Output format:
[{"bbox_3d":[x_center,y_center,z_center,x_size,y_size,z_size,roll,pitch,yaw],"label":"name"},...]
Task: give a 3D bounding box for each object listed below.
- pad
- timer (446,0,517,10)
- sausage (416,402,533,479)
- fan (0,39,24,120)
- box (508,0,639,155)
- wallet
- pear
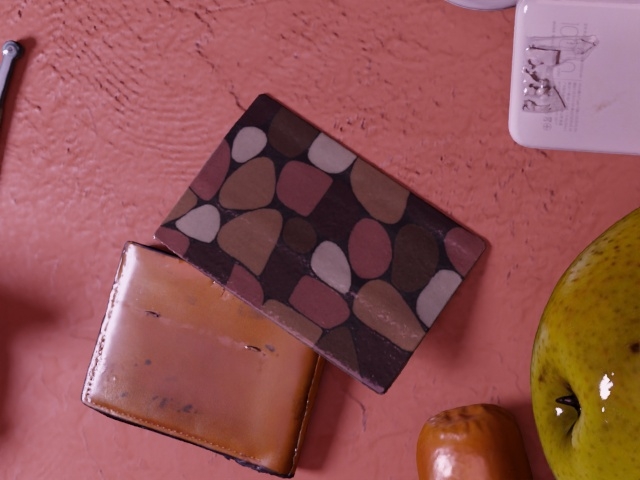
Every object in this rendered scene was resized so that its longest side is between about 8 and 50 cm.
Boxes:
[{"bbox_3d":[0.000,0.000,1.203,0.235,0.003,0.158,35,81,5],"label":"pad"},{"bbox_3d":[0.117,-0.326,1.139,0.262,0.087,0.237,39,99,2],"label":"timer"},{"bbox_3d":[0.137,0.255,1.184,0.098,0.098,0.238,-10,92,9],"label":"sausage"},{"bbox_3d":[-0.292,-0.081,1.258,0.038,0.016,0.193,20,98,4],"label":"fan"},{"bbox_3d":[0.292,-0.128,1.127,0.285,0.044,0.142,4,124,8],"label":"box"},{"bbox_3d":[-0.094,0.098,1.232,0.196,0.042,0.161,17,101,6],"label":"wallet"},{"bbox_3d":[0.292,0.106,1.060,0.294,0.294,0.294,1,95,9],"label":"pear"}]
